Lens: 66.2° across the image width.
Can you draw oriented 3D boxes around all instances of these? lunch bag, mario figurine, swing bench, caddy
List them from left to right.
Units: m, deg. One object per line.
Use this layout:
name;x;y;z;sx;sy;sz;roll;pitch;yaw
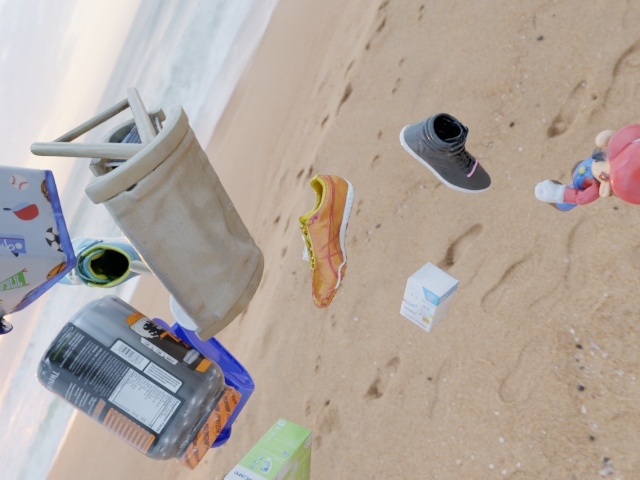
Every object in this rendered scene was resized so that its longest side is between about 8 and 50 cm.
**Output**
lunch bag;-0.661;0.048;0.808;0.386;0.328;0.238;-29;73;29
swing bench;-0.208;-0.043;0.664;0.165;0.253;0.255;-41;43;-22
caddy;-0.327;0.337;1.173;0.341;0.241;0.179;40;96;19
mario figurine;0.549;-0.155;0.967;0.320;0.170;0.198;76;-145;-86

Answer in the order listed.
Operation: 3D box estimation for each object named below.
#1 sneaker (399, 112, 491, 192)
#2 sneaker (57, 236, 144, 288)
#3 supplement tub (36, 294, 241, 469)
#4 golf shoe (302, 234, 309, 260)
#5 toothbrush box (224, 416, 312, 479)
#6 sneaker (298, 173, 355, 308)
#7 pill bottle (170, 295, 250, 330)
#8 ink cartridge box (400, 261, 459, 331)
sneaker;0.360;-0.224;1.290;0.104;0.296;0.147;-62;14;-15
sneaker;-0.564;0.054;1.175;0.208;0.319;0.127;-59;-42;-82
supplement tub;-0.189;0.154;0.532;0.117;0.190;0.117;-56;1;2
golf shoe;-0.028;0.041;1.743;0.086;0.186;0.067;-33;48;-1
toothbrush box;-0.145;0.698;1.435;0.122;0.283;0.206;14;114;27
sneaker;0.000;0.000;0.634;0.064;0.068;0.175;145;132;-67
pill bottle;-0.236;0.128;1.128;0.117;0.215;0.117;1;94;20
ink cartridge box;0.266;0.147;1.216;0.092;0.090;0.143;33;137;31
